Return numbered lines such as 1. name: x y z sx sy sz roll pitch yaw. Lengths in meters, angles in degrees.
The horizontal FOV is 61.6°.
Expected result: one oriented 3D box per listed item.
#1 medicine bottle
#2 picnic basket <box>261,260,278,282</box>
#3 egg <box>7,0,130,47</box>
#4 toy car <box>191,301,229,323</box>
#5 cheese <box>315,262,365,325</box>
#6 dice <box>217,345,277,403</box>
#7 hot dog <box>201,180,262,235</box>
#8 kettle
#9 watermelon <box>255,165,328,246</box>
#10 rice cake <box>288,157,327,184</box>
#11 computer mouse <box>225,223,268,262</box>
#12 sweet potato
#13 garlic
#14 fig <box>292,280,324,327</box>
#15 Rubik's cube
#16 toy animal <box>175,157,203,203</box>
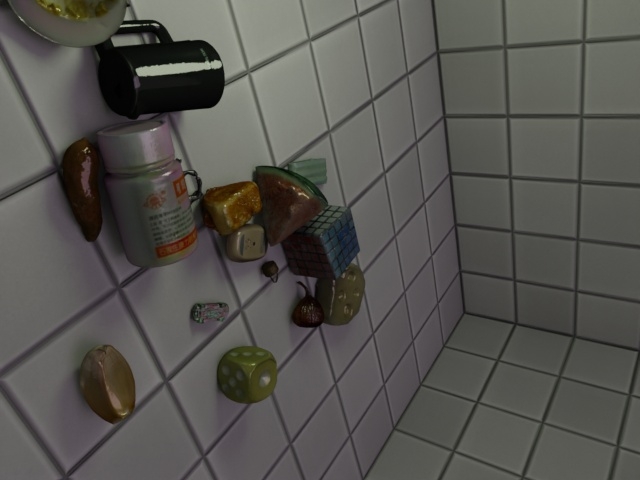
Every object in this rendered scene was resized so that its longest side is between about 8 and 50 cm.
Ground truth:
1. medicine bottle: -0.493 -0.135 1.537 0.219 0.219 0.389 -35 125 -46
2. picnic basket: -0.194 0.130 2.155 0.072 0.072 0.083 -52 127 -35
3. egg: -0.615 -0.603 1.314 0.270 0.162 0.206 -4 139 -23
4. toy car: -0.395 0.254 1.915 0.142 0.055 0.069 3 95 -41
5. cheese: 0.090 0.255 2.552 0.326 0.115 0.318 -48 134 -39
6. dice: -0.276 0.508 2.041 0.166 0.169 0.169 -11 106 -54
7. hot dog: -0.320 -0.113 1.848 0.257 0.153 0.151 -49 131 -56
8. kettle: -0.456 -0.494 1.532 0.308 0.203 0.262 -25 120 -47
9. watermelon: -0.101 -0.133 2.075 0.250 0.283 0.293 -10 118 -49
10. rice cake: -0.051 -0.288 2.288 0.237 0.043 0.127 -22 114 -52
11. computer mouse: -0.277 0.009 1.996 0.236 0.081 0.145 -9 104 -64
12. sweet potato: -0.640 -0.129 1.449 0.097 0.097 0.292 -20 118 -51
13. garlic: -0.612 0.402 1.549 0.145 0.164 0.245 -22 111 -32
14. fig: -0.052 0.279 2.355 0.146 0.133 0.201 6 84 -64
15. Rubik's cube: 0.000 0.000 2.258 0.237 0.238 0.237 -49 133 -40
16. toy animal: -0.457 -0.163 1.722 0.148 0.084 0.233 -44 130 -23
